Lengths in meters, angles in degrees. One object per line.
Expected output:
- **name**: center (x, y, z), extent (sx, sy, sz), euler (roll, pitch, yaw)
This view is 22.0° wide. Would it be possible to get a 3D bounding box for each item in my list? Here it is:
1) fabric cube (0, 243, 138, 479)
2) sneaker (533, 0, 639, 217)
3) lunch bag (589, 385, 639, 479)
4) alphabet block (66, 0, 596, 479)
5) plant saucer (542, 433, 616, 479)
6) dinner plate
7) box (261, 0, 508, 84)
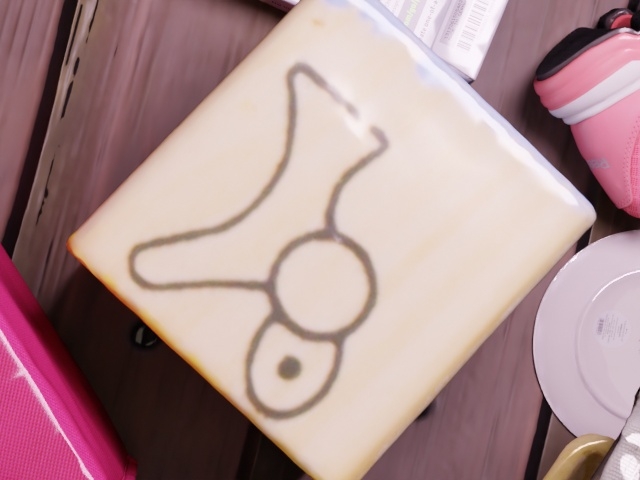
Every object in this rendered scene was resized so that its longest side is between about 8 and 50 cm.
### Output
- **fabric cube**: center (-0.268, 0.085, 0.833), extent (0.259, 0.254, 0.258), euler (-32, 91, -7)
- **sneaker**: center (0.287, -0.116, 0.979), extent (0.314, 0.116, 0.136), euler (-27, 99, 1)
- **lunch bag**: center (0.225, 0.170, 0.747), extent (0.235, 0.287, 0.169), euler (24, 84, 13)
- **alphabet block**: center (0.000, 0.000, 0.891), extent (0.192, 0.193, 0.197), euler (44, 84, 0)
- **plant saucer**: center (0.185, 0.331, 0.943), extent (0.333, 0.081, 0.332), euler (35, 85, -2)
- **dinner plate**: center (0.199, 0.063, 0.993), extent (0.141, 0.017, 0.141), euler (0, 85, -4)
- **box**: center (0.032, -0.193, 0.983), extent (0.186, 0.038, 0.145), euler (22, 84, -4)
